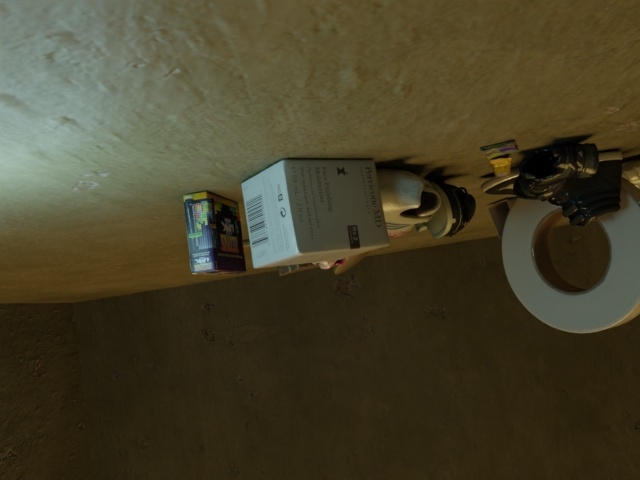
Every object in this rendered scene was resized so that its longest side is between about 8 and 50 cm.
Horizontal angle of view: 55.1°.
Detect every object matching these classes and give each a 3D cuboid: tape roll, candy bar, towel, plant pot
[{"bbox_3d":[0.606,0.022,1.446,0.072,0.392,0.392,-4,172,-36],"label":"tape roll"},{"bbox_3d":[0.366,-0.147,1.236,0.040,0.018,0.161,-7,175,18],"label":"candy bar"},{"bbox_3d":[0.318,-0.160,1.086,0.060,0.010,0.083,-12,173,22],"label":"towel"},{"bbox_3d":[0.593,-0.078,1.869,0.096,0.109,0.109,-20,178,-19],"label":"plant pot"}]

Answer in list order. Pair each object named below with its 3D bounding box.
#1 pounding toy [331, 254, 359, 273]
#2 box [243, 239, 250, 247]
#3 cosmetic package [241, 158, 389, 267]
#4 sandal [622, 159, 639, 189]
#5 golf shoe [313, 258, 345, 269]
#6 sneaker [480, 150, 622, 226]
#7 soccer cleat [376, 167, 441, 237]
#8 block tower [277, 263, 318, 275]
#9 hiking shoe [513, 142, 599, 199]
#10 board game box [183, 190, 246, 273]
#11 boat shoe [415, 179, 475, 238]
[{"bbox_3d":[0.104,-0.009,1.906,0.236,0.110,0.183,-37,166,-10],"label":"pounding toy"},{"bbox_3d":[-0.163,0.008,1.921,0.201,0.021,0.164,-9,174,-6],"label":"box"},{"bbox_3d":[-0.010,-0.044,1.021,0.183,0.151,0.151,-6,173,-34],"label":"cosmetic package"},{"bbox_3d":[0.870,-0.158,1.443,0.416,0.169,0.102,-11,-146,18],"label":"sandal"},{"bbox_3d":[0.000,0.000,1.528,0.115,0.140,0.306,-10,173,23],"label":"golf shoe"},{"bbox_3d":[0.506,-0.095,1.328,0.295,0.147,0.104,-9,176,14],"label":"sneaker"},{"bbox_3d":[0.171,-0.063,1.194,0.143,0.116,0.331,6,178,21],"label":"soccer cleat"},{"bbox_3d":[-0.019,0.037,1.936,0.090,0.097,0.335,-20,173,32],"label":"block tower"},{"bbox_3d":[0.425,-0.140,1.189,0.114,0.086,0.227,7,165,-14],"label":"hiking shoe"},{"bbox_3d":[-0.192,-0.008,1.137,0.048,0.141,0.170,-10,175,11],"label":"board game box"},{"bbox_3d":[0.276,-0.070,1.329,0.113,0.127,0.340,-10,176,0],"label":"boat shoe"}]
